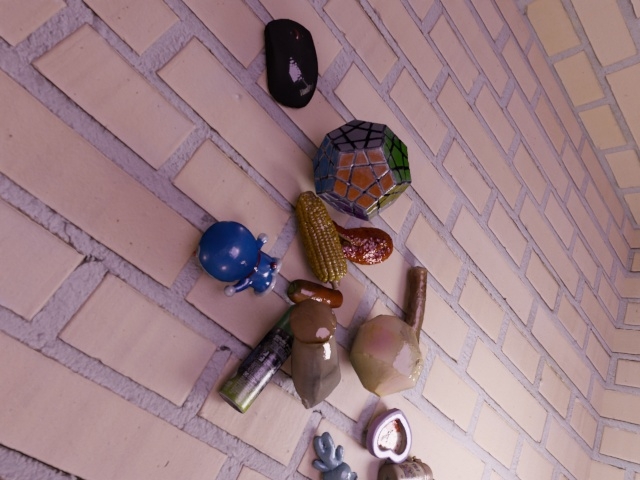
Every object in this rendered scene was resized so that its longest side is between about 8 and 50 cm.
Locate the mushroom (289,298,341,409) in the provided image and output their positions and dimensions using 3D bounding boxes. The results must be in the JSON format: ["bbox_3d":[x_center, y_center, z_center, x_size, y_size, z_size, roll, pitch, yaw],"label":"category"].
[{"bbox_3d":[-0.019,0.332,1.190,0.154,0.137,0.407,-28,137,-20],"label":"mushroom"}]

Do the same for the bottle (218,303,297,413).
[{"bbox_3d":[-0.144,0.326,1.208,0.330,0.093,0.093,-48,113,-30],"label":"bottle"}]

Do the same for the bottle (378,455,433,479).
[{"bbox_3d":[0.307,0.828,1.503,0.209,0.097,0.110,15,43,-37],"label":"bottle"}]

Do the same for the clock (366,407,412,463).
[{"bbox_3d":[0.239,0.671,1.482,0.198,0.064,0.172,30,68,-31],"label":"clock"}]

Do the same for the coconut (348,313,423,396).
[{"bbox_3d":[0.216,0.384,1.393,0.259,0.259,0.259,5,82,-37],"label":"coconut"}]

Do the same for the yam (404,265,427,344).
[{"bbox_3d":[0.354,0.268,1.609,0.081,0.081,0.356,20,72,-34],"label":"yam"}]

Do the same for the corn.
[{"bbox_3d":[0.000,0.000,1.341,0.119,0.119,0.322,-18,87,-37],"label":"corn"}]

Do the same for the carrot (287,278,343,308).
[{"bbox_3d":[-0.012,0.174,1.332,0.193,0.087,0.087,19,74,-34],"label":"carrot"}]

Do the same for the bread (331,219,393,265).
[{"bbox_3d":[0.141,0.012,1.461,0.269,0.095,0.139,11,71,-32],"label":"bread"}]

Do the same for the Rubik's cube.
[{"bbox_3d":[0.130,-0.221,1.347,0.264,0.319,0.319,2,84,-25],"label":"Rubik's cube"}]

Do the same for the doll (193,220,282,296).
[{"bbox_3d":[-0.219,0.050,1.160,0.257,0.161,0.215,45,46,-44],"label":"doll"}]

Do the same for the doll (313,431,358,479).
[{"bbox_3d":[0.034,0.690,1.331,0.120,0.075,0.179,-24,78,1],"label":"doll"}]

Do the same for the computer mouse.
[{"bbox_3d":[-0.084,-0.565,1.346,0.170,0.100,0.269,-5,89,-40],"label":"computer mouse"}]
